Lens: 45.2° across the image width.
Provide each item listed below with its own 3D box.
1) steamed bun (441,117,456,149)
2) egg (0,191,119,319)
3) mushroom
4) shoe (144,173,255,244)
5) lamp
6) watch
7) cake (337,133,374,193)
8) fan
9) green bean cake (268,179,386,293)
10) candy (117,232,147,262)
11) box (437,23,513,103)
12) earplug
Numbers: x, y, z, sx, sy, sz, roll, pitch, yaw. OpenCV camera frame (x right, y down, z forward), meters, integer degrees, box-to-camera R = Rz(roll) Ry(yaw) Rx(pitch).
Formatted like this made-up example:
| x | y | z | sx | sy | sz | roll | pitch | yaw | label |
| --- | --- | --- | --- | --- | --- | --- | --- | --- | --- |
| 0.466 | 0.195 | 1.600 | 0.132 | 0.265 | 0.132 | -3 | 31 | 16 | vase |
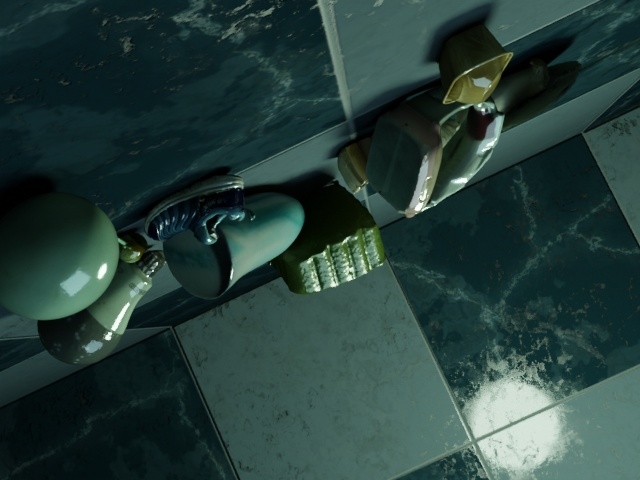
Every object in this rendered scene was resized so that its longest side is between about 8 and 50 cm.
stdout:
| x | y | z | sx | sy | sz | roll | pitch | yaw | label |
| --- | --- | --- | --- | --- | --- | --- | --- | --- | --- |
| 0.262 | -0.203 | 1.772 | 0.182 | 0.106 | 0.183 | -29 | -179 | 1 | steamed bun |
| -0.372 | 0.024 | 1.058 | 0.168 | 0.168 | 0.230 | -18 | 173 | -45 | egg |
| 0.379 | -0.296 | 1.618 | 0.225 | 0.093 | 0.116 | -21 | 152 | 3 | mushroom |
| -0.220 | -0.041 | 1.377 | 0.207 | 0.106 | 0.091 | -21 | 173 | 16 | shoe |
| -0.476 | 0.132 | 1.655 | 0.314 | 0.182 | 0.182 | -48 | 167 | 15 | lamp |
| 0.235 | -0.188 | 1.515 | 0.241 | 0.162 | 0.253 | -17 | 137 | -33 | watch |
| 0.131 | -0.207 | 1.640 | 0.225 | 0.090 | 0.109 | -42 | 177 | -14 | cake |
| 0.514 | -0.345 | 1.605 | 0.414 | 0.012 | 0.233 | -27 | -155 | 35 | fan |
| 0.000 | 0.000 | 1.813 | 0.246 | 0.156 | 0.250 | -23 | -144 | -13 | green bean cake |
| -0.370 | -0.004 | 1.405 | 0.061 | 0.061 | 0.202 | -25 | 165 | -1 | candy |
| 0.247 | -0.276 | 1.253 | 0.111 | 0.111 | 0.177 | -25 | 173 | -1 | box |
| -0.148 | -0.023 | 1.596 | 0.185 | 0.185 | 0.324 | -31 | 178 | 41 | earplug |
